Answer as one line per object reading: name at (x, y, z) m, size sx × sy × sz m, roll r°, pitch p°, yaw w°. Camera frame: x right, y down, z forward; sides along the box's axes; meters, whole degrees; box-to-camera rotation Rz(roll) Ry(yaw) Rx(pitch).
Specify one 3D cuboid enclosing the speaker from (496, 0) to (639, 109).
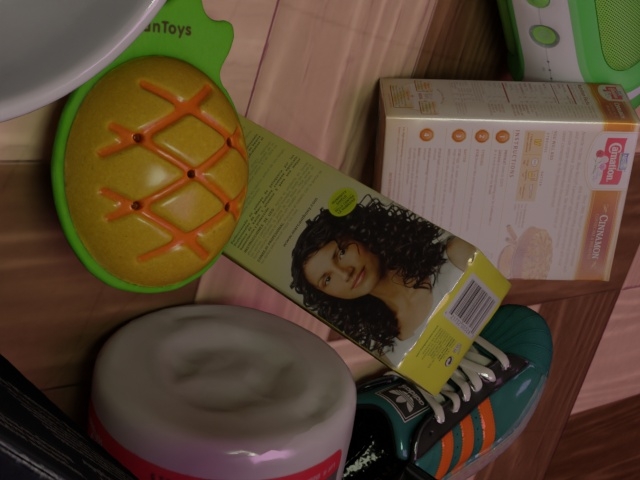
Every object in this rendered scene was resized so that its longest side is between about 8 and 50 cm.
speaker at (0.182, -0.220, 0.919) m, size 0.131 × 0.131 × 0.296 m, roll -45°, pitch 142°, yaw -17°

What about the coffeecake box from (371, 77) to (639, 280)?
coffeecake box at (0.134, -0.045, 0.952) m, size 0.186 × 0.068 × 0.142 m, roll 1°, pitch 123°, yaw -3°

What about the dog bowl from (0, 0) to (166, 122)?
dog bowl at (-0.171, -0.188, 0.547) m, size 0.265 × 0.104 × 0.264 m, roll -30°, pitch 136°, yaw -33°

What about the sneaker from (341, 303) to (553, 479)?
sneaker at (0.096, 0.155, 1.107) m, size 0.302 × 0.108 × 0.121 m, roll -44°, pitch 146°, yaw -16°

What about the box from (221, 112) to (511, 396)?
box at (0.000, 0.000, 0.775) m, size 0.087 × 0.232 × 0.058 m, roll -56°, pitch 141°, yaw -4°

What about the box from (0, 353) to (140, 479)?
box at (-0.222, 0.105, 0.526) m, size 0.179 × 0.312 × 0.343 m, roll -50°, pitch 143°, yaw -10°

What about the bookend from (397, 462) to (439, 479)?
bookend at (-0.014, 0.162, 0.484) m, size 0.157 × 0.072 × 0.156 m, roll 25°, pitch 95°, yaw -53°

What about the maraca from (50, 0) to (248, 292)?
maraca at (-0.098, -0.061, 0.736) m, size 0.127 × 0.099 × 0.185 m, roll -2°, pitch 96°, yaw -38°

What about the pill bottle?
pill bottle at (-0.085, 0.220, 0.886) m, size 0.176 × 0.176 × 0.318 m, roll -17°, pitch 127°, yaw -42°
